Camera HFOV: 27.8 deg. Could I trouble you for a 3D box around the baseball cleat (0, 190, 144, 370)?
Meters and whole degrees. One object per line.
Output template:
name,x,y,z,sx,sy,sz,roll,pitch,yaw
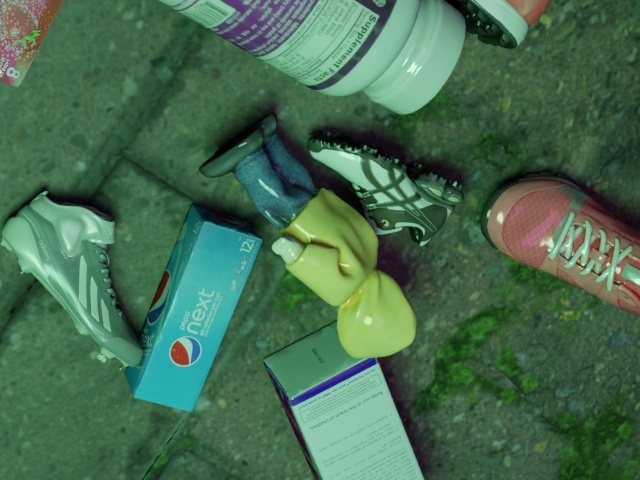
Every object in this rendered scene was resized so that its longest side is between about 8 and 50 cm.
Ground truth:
baseball cleat,-0.234,0.038,1.341,0.109,0.072,0.206,-42,111,-2

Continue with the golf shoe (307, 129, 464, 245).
golf shoe,0.063,-0.054,1.422,0.198,0.077,0.094,22,100,-24

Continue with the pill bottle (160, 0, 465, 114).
pill bottle,-0.009,-0.246,1.275,0.301,0.169,0.169,27,98,-26

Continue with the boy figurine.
boy figurine,0.000,0.000,1.367,0.092,0.177,0.285,-32,103,23

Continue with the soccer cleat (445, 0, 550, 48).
soccer cleat,0.119,-0.336,1.321,0.318,0.108,0.116,40,85,-20

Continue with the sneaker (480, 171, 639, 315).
sneaker,0.334,0.012,1.508,0.313,0.136,0.116,22,99,-25

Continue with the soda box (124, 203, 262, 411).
soda box,-0.140,0.073,1.398,0.071,0.067,0.210,18,101,-24

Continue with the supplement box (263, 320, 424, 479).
supplement box,0.033,0.221,1.488,0.114,0.111,0.220,-27,115,-9

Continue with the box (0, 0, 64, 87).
box,-0.280,-0.287,1.186,0.122,0.128,0.257,26,98,-26
